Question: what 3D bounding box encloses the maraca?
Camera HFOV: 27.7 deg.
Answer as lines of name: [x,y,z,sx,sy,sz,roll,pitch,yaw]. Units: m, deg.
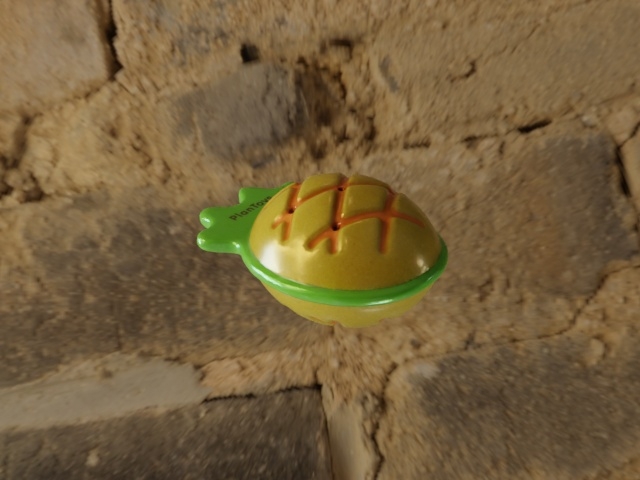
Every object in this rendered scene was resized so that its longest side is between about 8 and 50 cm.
maraca: [0.000,0.000,0.893,0.185,0.127,0.099,21,-56,34]
